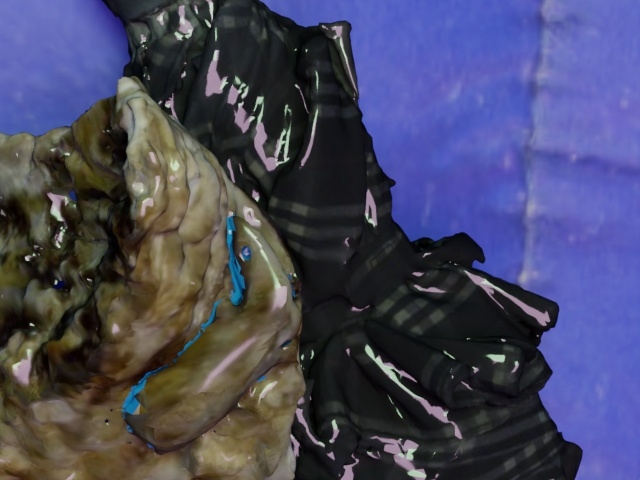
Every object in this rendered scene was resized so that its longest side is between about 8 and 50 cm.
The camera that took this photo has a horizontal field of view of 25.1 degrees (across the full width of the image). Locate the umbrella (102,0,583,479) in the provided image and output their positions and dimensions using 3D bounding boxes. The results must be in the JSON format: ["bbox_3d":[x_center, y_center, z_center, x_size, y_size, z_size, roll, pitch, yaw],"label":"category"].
[{"bbox_3d":[0.012,-0.003,0.622,0.154,0.128,0.336,-19,101,-9],"label":"umbrella"}]

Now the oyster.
[{"bbox_3d":[-0.097,0.057,0.579,0.214,0.083,0.223,-15,106,33],"label":"oyster"}]
